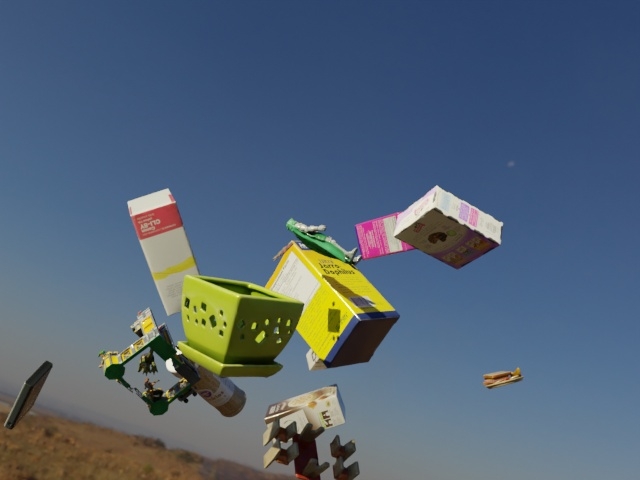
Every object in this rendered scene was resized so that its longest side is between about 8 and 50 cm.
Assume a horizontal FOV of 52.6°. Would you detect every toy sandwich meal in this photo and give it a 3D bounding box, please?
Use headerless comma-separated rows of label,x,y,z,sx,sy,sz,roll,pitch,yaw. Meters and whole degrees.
toy sandwich meal,0.357,0.268,1.268,0.086,0.029,0.085,-14,-16,-4

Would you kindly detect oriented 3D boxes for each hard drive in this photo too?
hard drive,-0.646,0.342,1.438,0.022,0.135,0.094,31,20,-5

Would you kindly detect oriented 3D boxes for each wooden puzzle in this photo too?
wooden puzzle,-0.097,0.029,1.684,0.006,0.083,0.049,49,-34,-9

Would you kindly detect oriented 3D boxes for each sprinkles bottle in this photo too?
sprinkles bottle,-0.408,0.511,2.356,0.121,0.121,0.355,3,-37,38

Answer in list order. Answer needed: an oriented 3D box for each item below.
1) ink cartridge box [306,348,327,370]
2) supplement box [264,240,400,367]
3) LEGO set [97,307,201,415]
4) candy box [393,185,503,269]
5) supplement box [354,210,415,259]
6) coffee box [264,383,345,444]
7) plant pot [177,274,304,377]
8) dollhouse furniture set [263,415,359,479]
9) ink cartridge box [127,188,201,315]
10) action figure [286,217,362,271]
ink cartridge box,0.029,0.364,2.113,0.104,0.060,0.180,-3,-28,-19
supplement box,0.029,0.185,1.963,0.195,0.194,0.356,3,36,-47
LEGO set,-0.543,0.378,2.077,0.331,0.255,0.192,45,1,-36
candy box,0.301,-0.026,1.539,0.196,0.070,0.165,27,-34,-17
supplement box,0.211,-0.017,1.863,0.111,0.113,0.220,-11,-1,-32
coffee box,-0.048,0.571,2.132,0.247,0.098,0.141,-19,3,3
plant pot,-0.208,0.215,1.600,0.227,0.207,0.228,14,2,44
dollhouse furniture set,-0.035,0.649,1.807,0.262,0.259,0.135,24,-60,-22
ink cartridge box,-0.541,0.038,2.298,0.279,0.161,0.384,-145,-143,-67
action figure,0.000,0.000,1.714,0.232,0.063,0.137,28,-14,27
